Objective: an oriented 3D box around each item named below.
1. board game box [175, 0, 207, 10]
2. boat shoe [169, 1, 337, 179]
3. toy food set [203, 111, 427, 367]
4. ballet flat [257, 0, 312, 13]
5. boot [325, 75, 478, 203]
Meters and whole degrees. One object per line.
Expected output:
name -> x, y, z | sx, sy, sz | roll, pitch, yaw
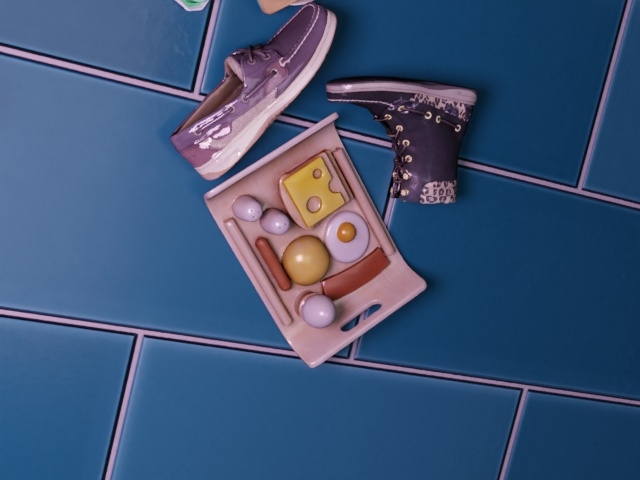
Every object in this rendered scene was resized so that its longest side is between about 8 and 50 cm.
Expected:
board game box -> -0.183, -0.560, 1.340 | 0.390, 0.050, 0.390 | 39, 84, -25
boat shoe -> -0.090, -0.213, 1.428 | 0.092, 0.103, 0.285 | 39, 90, -30
toy food set -> 0.000, 0.000, 1.515 | 0.219, 0.092, 0.306 | -34, 113, -14
ballet flat -> 0.009, -0.376, 1.463 | 0.232, 0.080, 0.073 | -24, 137, -15
boot -> 0.113, -0.144, 1.540 | 0.236, 0.085, 0.179 | 1, 103, -24
